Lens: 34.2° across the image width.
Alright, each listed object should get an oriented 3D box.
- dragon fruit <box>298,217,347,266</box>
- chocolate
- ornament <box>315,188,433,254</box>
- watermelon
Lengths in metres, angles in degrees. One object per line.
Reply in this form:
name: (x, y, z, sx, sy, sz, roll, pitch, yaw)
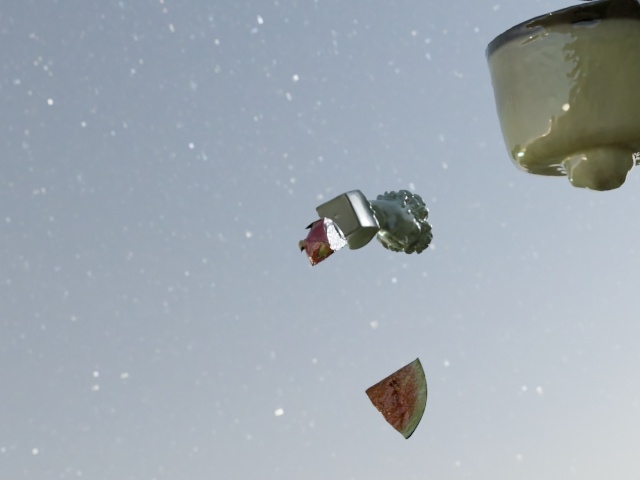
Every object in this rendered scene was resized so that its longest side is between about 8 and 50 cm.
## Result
dragon fruit: (0.000, 0.000, 1.590, 0.056, 0.060, 0.083, -29, 3, 24)
chocolate: (0.451, -0.226, 1.749, 0.326, 0.297, 0.314, -10, -2, -45)
ornament: (0.098, -0.043, 1.996, 0.285, 0.130, 0.120, 8, -28, -46)
watermelon: (0.107, 0.244, 1.626, 0.094, 0.125, 0.135, 7, -9, -24)
